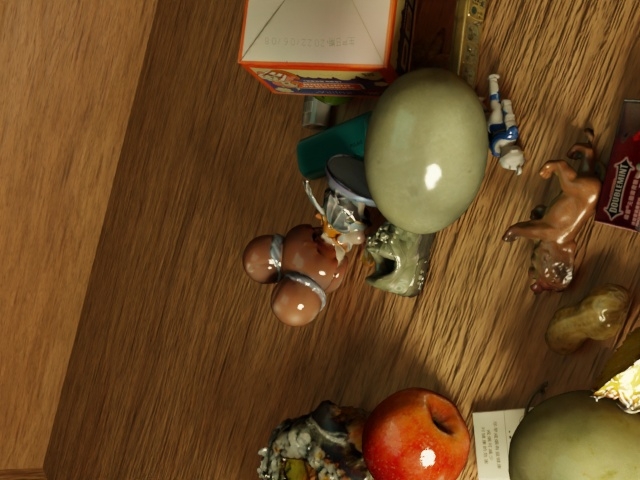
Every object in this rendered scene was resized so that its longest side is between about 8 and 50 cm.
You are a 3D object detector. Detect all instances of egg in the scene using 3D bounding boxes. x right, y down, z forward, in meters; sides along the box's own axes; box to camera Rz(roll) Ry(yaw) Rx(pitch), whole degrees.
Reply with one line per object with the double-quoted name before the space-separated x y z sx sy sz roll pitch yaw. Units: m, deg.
"egg" 0.218 -0.184 1.720 0.258 0.258 0.352 44 133 49

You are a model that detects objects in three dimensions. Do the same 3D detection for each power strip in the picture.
"power strip" 0.318 -0.414 1.809 0.044 0.064 0.305 4 87 52

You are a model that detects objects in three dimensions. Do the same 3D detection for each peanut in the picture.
"peanut" 0.475 0.145 1.474 0.193 0.089 0.089 -44 50 47

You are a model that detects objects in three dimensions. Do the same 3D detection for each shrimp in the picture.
"shrimp" 0.258 -0.318 1.889 0.152 0.046 0.219 -5 82 53

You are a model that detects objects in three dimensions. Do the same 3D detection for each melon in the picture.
"melon" 0.443 0.375 1.327 0.308 0.271 0.272 -1 83 49

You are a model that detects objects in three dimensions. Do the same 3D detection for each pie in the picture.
"pie" 0.230 -0.441 1.967 0.170 0.034 0.092 -8 79 47

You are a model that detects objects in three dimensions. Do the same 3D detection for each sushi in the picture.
"sushi" 0.018 0.591 1.954 0.417 0.175 0.418 -4 85 48

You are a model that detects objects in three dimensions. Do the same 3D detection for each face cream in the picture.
"face cream" 0.000 -0.442 2.253 0.107 0.073 0.269 2 85 55

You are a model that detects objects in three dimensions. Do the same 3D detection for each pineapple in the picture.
"pineapple" 0.592 0.160 1.278 0.158 0.161 0.334 41 108 4

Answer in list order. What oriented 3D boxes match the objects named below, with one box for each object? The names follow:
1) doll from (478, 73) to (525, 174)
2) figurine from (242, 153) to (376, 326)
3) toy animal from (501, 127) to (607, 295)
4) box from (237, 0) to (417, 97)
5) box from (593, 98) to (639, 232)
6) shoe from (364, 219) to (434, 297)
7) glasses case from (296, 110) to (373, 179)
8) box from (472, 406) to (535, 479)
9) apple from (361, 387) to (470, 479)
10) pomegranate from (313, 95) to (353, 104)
"doll" 0.374 -0.225 1.706 0.114 0.057 0.227 123 143 -54
"figurine" 0.001 0.001 2.031 0.277 0.248 0.388 55 129 35
"toy animal" 0.458 -0.043 1.537 0.157 0.097 0.312 43 117 35
"box" 0.029 -0.511 1.890 0.348 0.257 0.319 4 86 17
"box" 0.556 -0.126 1.420 0.120 0.069 0.224 24 105 53
"shoe" 0.173 -0.019 1.869 0.109 0.149 0.293 4 89 56
"glasses case" 0.046 -0.246 2.161 0.301 0.070 0.117 -14 73 51
"box" 0.393 0.389 1.578 0.245 0.035 0.139 -23 65 51
"apple" 0.194 0.420 1.700 0.201 0.218 0.218 -49 47 30
"pomegranate" 0.016 -0.440 2.112 0.180 0.209 0.180 -26 61 58
